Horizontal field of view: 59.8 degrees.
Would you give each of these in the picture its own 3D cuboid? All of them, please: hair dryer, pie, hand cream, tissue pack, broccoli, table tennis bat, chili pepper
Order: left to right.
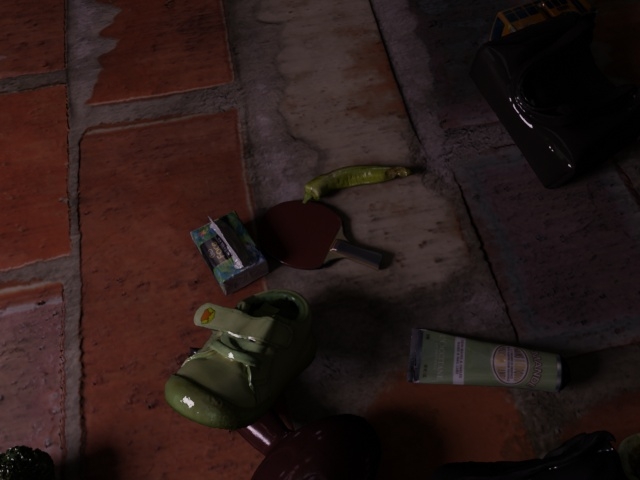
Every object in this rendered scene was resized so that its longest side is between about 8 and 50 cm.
[{"bbox_3d":[-0.408,0.345,0.703,0.146,0.138,0.162,-4,93,-28],"label":"broccoli"},{"bbox_3d":[-0.148,0.014,0.900,0.085,0.079,0.111,-28,65,-14],"label":"tissue pack"},{"bbox_3d":[-0.119,0.260,0.728,0.313,0.123,0.340,-18,41,-41],"label":"hair dryer"},{"bbox_3d":[0.000,0.000,0.940,0.220,0.019,0.130,20,64,12],"label":"table tennis bat"},{"bbox_3d":[0.059,-0.112,0.985,0.208,0.049,0.043,-16,107,-11],"label":"chili pepper"},{"bbox_3d":[0.249,0.184,0.824,0.235,0.055,0.086,6,60,12],"label":"hand cream"},{"bbox_3d":[0.457,0.307,0.772,0.085,0.017,0.085,0,63,0],"label":"pie"}]

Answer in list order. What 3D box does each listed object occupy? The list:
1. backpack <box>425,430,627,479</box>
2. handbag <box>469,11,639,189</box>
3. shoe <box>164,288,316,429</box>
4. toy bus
[{"bbox_3d":[0.166,0.386,0.564,0.446,0.363,0.255,-32,68,-32],"label":"backpack"},{"bbox_3d":[0.435,-0.264,0.993,0.257,0.113,0.285,-28,80,-17],"label":"handbag"},{"bbox_3d":[-0.104,0.147,0.757,0.140,0.262,0.128,3,102,33],"label":"shoe"},{"bbox_3d":[0.445,-0.431,1.120,0.182,0.091,0.103,-21,65,-8],"label":"toy bus"}]
